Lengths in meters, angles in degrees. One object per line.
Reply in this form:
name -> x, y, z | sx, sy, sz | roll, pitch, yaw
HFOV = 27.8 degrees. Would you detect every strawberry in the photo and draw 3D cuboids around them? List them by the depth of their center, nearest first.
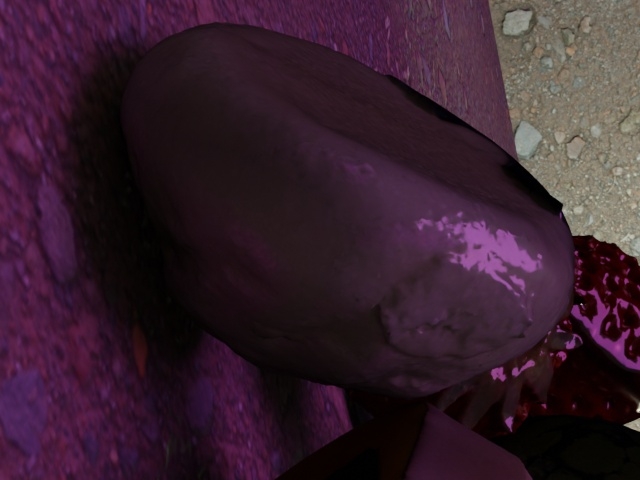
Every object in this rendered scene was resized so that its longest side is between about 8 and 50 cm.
strawberry -> 0.072, 0.043, 1.018 | 0.244, 0.205, 0.205 | 21, -50, 55
strawberry -> 0.290, 0.099, 1.711 | 0.345, 0.318, 0.295 | 45, 68, -42

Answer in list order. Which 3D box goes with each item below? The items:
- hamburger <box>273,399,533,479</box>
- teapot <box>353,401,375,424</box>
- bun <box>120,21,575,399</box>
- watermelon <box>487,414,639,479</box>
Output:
hamburger -> 0.023, 0.210, 0.715 | 0.151, 0.227, 0.295 | 52, 21, -2
teapot -> 0.108, 0.112, 1.237 | 0.159, 0.159, 0.231 | -51, 131, -71
bun -> 0.000, 0.000, 0.788 | 0.187, 0.293, 0.293 | -64, 174, 16
watermelon -> 0.183, 0.308, 1.007 | 0.363, 0.363, 0.363 | -8, 90, -75
